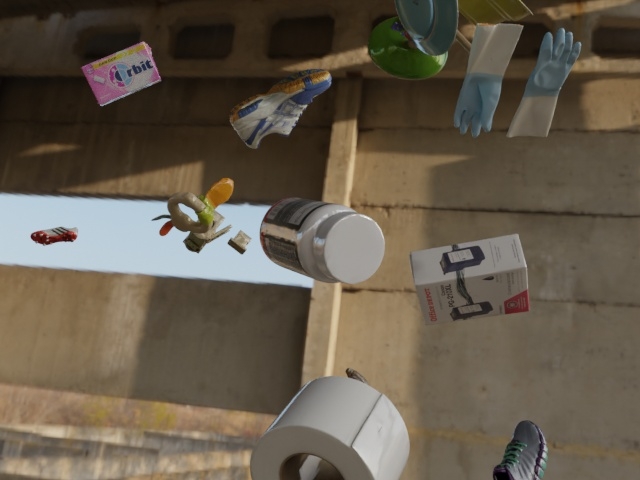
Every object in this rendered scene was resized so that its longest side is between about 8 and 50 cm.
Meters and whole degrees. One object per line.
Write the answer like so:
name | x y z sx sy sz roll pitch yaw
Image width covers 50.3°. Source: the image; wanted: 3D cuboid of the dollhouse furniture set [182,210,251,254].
dollhouse furniture set | -0.310 0.018 1.982 0.161 0.101 0.182 38 -32 -5

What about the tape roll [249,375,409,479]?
tape roll | 0.020 0.388 1.214 0.246 0.246 0.169 0 18 24

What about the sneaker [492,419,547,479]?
sneaker | 0.394 0.448 1.367 0.098 0.223 0.083 39 -45 -22

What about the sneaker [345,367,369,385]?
sneaker | 0.047 0.392 1.762 0.188 0.071 0.066 -45 -7 33

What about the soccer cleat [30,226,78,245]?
soccer cleat | -0.481 -0.011 1.235 0.083 0.035 0.029 -4 -58 -1

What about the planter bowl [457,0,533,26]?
planter bowl | 0.306 -0.482 1.331 0.217 0.217 0.090 21 -58 -44

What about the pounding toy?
pounding toy | 0.225 -0.467 1.511 0.237 0.183 0.110 -25 -25 -20

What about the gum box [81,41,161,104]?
gum box | -0.530 -0.450 1.839 0.189 0.107 0.062 -25 12 -6

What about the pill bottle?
pill bottle | 0.000 0.000 1.401 0.161 0.161 0.283 15 1 -29

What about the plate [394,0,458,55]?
plate | 0.160 -0.389 1.107 0.024 0.188 0.188 -23 -8 -15

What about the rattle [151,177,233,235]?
rattle | -0.330 -0.090 1.736 0.130 0.142 0.200 29 -29 -24

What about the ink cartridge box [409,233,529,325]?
ink cartridge box | 0.329 0.091 1.507 0.237 0.100 0.172 -10 -41 12

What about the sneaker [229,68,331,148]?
sneaker | -0.094 -0.357 1.850 0.297 0.112 0.131 -25 -61 7

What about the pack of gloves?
pack of gloves | 0.351 -0.268 1.217 0.195 0.046 0.232 0 -45 -6
